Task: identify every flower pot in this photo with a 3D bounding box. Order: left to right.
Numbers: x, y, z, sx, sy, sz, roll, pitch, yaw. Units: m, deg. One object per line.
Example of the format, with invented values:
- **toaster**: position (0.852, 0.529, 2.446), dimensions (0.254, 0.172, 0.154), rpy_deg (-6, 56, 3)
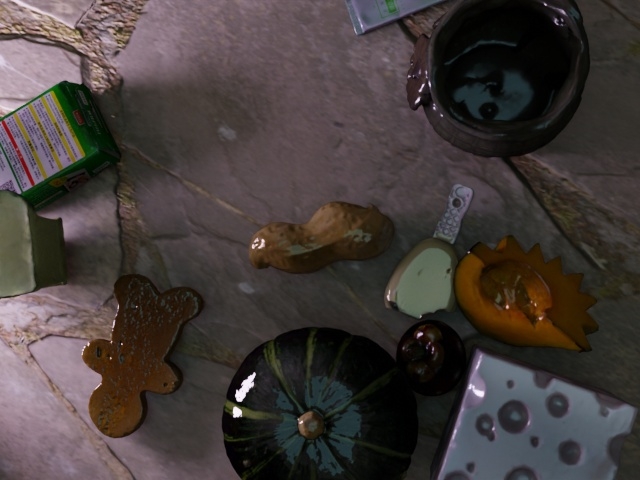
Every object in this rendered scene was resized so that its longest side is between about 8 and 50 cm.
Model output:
- **flower pot**: position (0.291, -0.288, 1.282), dimensions (0.302, 0.213, 0.301), rpy_deg (0, 86, 6)

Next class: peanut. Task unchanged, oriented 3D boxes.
- **peanut**: position (0.000, 0.000, 1.355), dimensions (0.263, 0.101, 0.117), rpy_deg (-16, 59, 8)

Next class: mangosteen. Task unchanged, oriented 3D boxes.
- **mangosteen**: position (0.182, 0.197, 1.296), dimensions (0.140, 0.140, 0.140), rpy_deg (-1, 85, 7)

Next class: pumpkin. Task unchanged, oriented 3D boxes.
- **pumpkin**: position (0.001, 0.298, 1.257), dimensions (0.323, 0.241, 0.323), rpy_deg (-1, 85, 13)
- **pumpkin**: position (0.345, 0.095, 1.318), dimensions (0.254, 0.149, 0.130), rpy_deg (38, 52, 3)

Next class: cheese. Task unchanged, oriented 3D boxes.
- **cheese**: position (0.211, 0.023, 1.349), dimensions (0.127, 0.050, 0.255), rpy_deg (23, 89, 9)

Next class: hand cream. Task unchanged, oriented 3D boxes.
- **hand cream**: position (0.181, -0.465, 1.400), dimensions (0.275, 0.050, 0.079), rpy_deg (-19, 56, 10)

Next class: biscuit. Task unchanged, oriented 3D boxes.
- **biscuit**: position (-0.337, 0.213, 1.404), dimensions (0.197, 0.049, 0.301), rpy_deg (17, 88, 12)

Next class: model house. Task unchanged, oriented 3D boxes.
- **model house**: position (-0.574, 0.019, 1.377), dimensions (0.214, 0.189, 0.195), rpy_deg (-11, 84, 7)

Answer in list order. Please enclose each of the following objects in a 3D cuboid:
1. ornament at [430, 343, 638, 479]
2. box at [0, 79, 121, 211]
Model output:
- **ornament**: position (0.324, 0.321, 1.216), dimensions (0.240, 0.239, 0.240), rpy_deg (19, 88, 8)
- **box**: position (-0.520, -0.172, 1.431), dimensions (0.250, 0.103, 0.180), rpy_deg (-28, 82, 6)
